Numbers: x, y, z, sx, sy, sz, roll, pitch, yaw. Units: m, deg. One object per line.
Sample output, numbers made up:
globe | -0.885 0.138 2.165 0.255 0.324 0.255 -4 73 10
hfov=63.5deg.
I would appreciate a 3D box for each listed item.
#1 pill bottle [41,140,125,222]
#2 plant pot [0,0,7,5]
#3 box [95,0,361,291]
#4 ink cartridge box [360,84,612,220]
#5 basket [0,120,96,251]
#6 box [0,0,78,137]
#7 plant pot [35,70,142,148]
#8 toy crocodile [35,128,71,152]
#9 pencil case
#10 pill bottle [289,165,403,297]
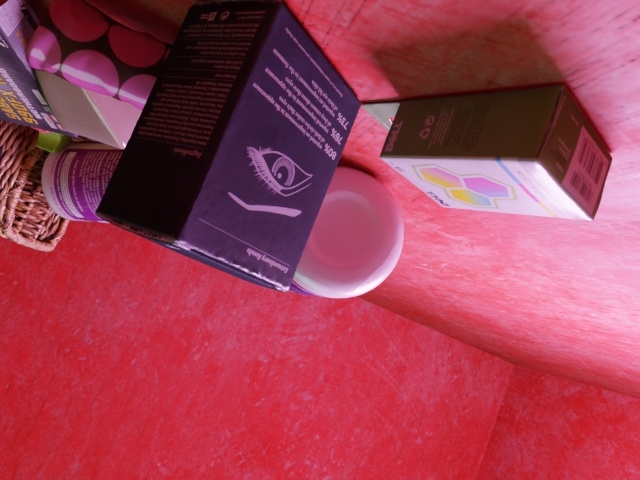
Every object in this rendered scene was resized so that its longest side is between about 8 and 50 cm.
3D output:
pill bottle | -0.382 -0.115 1.039 0.302 0.169 0.169 4 165 19
plant pot | -0.253 -0.205 0.280 0.191 0.174 0.191 22 169 5
box | -0.071 -0.078 0.462 0.108 0.207 0.153 16 169 34
ink cartridge box | 0.128 -0.075 0.464 0.109 0.062 0.209 29 170 -39
basket | -0.618 -0.142 1.129 0.223 0.299 0.213 30 167 -29
box | -0.413 -0.232 0.628 0.183 0.056 0.231 13 155 6
plant pot | -0.273 -0.194 0.629 0.109 0.109 0.096 19 157 20
toy crocodile | -0.478 -0.234 0.862 0.115 0.105 0.340 25 170 -16
pencil case | -0.179 -0.174 0.538 0.209 0.095 0.098 24 178 -20
pill bottle | 0.000 0.000 0.832 0.182 0.181 0.323 24 171 -8
